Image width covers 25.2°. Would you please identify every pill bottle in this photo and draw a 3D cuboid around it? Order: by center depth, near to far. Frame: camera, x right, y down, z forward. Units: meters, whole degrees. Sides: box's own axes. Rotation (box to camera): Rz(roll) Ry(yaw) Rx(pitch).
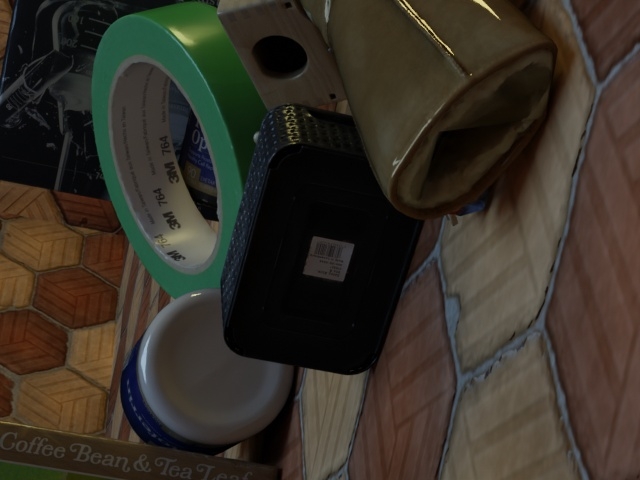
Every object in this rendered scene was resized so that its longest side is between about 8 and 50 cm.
[{"bbox_3d":[-0.126,0.147,1.477,0.265,0.153,0.153,134,145,-71],"label":"pill bottle"},{"bbox_3d":[-0.087,-0.152,1.641,0.123,0.122,0.219,-105,28,-65],"label":"pill bottle"}]

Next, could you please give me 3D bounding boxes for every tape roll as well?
[{"bbox_3d":[-0.135,-0.088,1.511,0.321,0.077,0.321,34,133,46],"label":"tape roll"}]

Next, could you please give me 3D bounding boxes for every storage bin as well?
[{"bbox_3d":[0.000,0.000,1.085,0.084,0.122,0.180,-101,25,-62],"label":"storage bin"}]

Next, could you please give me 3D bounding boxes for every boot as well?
[{"bbox_3d":[0.091,-0.170,0.910,0.236,0.089,0.269,-53,32,20],"label":"boot"}]

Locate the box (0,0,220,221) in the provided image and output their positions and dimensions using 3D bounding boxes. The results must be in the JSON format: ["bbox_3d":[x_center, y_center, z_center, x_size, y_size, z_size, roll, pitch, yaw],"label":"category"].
[{"bbox_3d":[-0.213,-0.214,1.764,0.179,0.343,0.313,-108,31,-66],"label":"box"}]

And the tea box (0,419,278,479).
[{"bbox_3d":[-0.240,0.355,1.385,0.220,0.329,0.324,138,141,-71],"label":"tea box"}]

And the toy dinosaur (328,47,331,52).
[{"bbox_3d":[0.055,-0.181,1.256,0.090,0.047,0.082,-43,9,8],"label":"toy dinosaur"}]

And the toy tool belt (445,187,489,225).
[{"bbox_3d":[0.088,-0.037,0.910,0.083,0.052,0.051,-85,-25,-44],"label":"toy tool belt"}]

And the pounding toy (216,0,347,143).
[{"bbox_3d":[-0.008,-0.164,1.326,0.181,0.094,0.206,-80,-28,-43],"label":"pounding toy"}]
